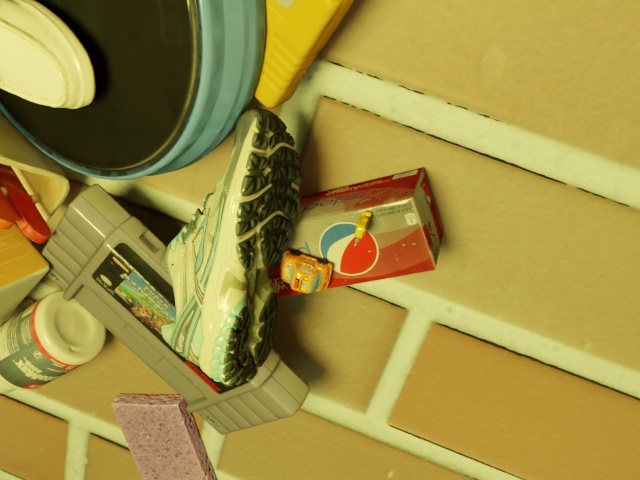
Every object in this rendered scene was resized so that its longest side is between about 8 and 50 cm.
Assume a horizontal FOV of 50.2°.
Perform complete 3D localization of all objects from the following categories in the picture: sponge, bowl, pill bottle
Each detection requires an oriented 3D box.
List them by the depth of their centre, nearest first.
[{"bbox_3d":[-0.235,-0.241,0.674,0.390,0.077,0.392,16,124,25],"label":"bowl"},{"bbox_3d":[-0.402,0.150,0.968,0.180,0.108,0.108,-28,106,28],"label":"pill bottle"},{"bbox_3d":[-0.234,0.327,1.054,0.117,0.031,0.210,-5,114,19],"label":"sponge"}]

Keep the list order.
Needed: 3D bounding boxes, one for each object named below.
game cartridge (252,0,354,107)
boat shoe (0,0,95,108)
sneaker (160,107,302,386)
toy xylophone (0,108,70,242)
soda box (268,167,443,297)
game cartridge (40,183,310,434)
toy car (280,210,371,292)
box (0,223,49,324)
[{"bbox_3d":[-0.063,-0.323,0.589,0.285,0.052,0.324,45,131,6],"label":"game cartridge"},{"bbox_3d":[-0.341,-0.193,0.657,0.277,0.096,0.098,28,129,18],"label":"boat shoe"},{"bbox_3d":[-0.106,0.002,0.697,0.122,0.110,0.283,17,101,25],"label":"sneaker"},{"bbox_3d":[-0.407,-0.125,0.731,0.081,0.322,0.236,-40,65,9],"label":"toy xylophone"},{"bbox_3d":[0.000,0.000,0.780,0.263,0.083,0.092,-11,115,23],"label":"soda box"},{"bbox_3d":[-0.197,0.106,0.866,0.355,0.068,0.230,45,148,-9],"label":"game cartridge"},{"bbox_3d":[-0.001,0.011,0.713,0.060,0.040,0.122,32,123,-2],"label":"toy car"},{"bbox_3d":[-0.545,-0.022,0.825,0.168,0.215,0.345,-40,89,29],"label":"box"}]
